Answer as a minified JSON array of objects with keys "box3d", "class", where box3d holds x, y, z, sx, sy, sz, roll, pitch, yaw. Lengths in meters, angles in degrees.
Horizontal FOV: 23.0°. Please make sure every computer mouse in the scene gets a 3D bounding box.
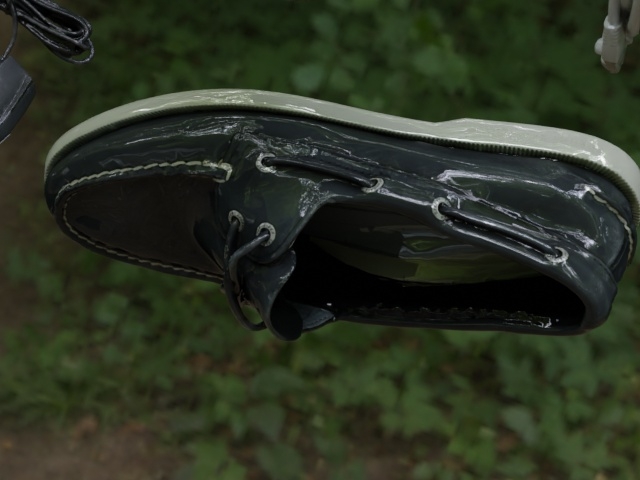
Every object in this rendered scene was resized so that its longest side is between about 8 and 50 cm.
[{"box3d":[-0.328,-0.141,1.322,0.184,0.262,0.060,36,-22,0],"class":"computer mouse"}]

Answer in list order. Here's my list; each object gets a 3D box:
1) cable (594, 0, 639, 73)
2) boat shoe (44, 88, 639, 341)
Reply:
[{"box3d":[0.255,-0.247,0.988,0.089,0.257,0.257,17,-21,10],"class":"cable"},{"box3d":[0.001,0.003,0.857,0.340,0.127,0.113,6,52,7],"class":"boat shoe"}]
